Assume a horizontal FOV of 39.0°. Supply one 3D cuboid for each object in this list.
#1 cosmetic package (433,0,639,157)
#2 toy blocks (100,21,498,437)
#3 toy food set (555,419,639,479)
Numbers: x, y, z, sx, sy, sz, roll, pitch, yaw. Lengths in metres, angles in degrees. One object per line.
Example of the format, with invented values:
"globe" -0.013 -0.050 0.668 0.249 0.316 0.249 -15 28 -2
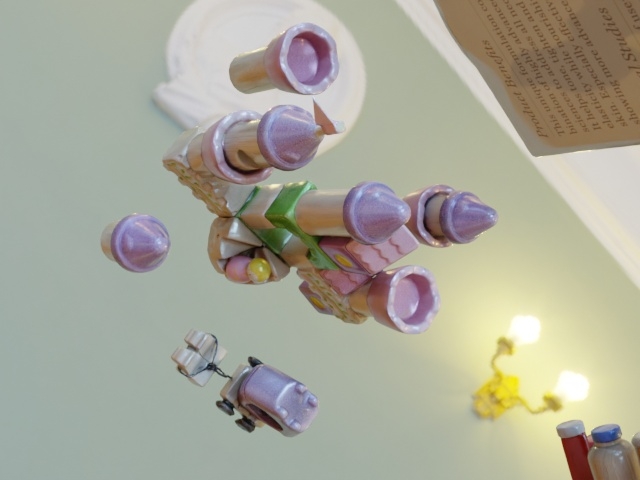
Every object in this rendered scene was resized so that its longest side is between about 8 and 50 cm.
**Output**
"cosmetic package" 0.330 -0.309 0.808 0.329 0.327 0.394 53 -22 -18
"toy blocks" 0.000 0.000 0.816 0.288 0.309 0.260 47 -23 -27
"toy food set" 0.275 0.189 0.796 0.232 0.111 0.104 -18 91 -73
